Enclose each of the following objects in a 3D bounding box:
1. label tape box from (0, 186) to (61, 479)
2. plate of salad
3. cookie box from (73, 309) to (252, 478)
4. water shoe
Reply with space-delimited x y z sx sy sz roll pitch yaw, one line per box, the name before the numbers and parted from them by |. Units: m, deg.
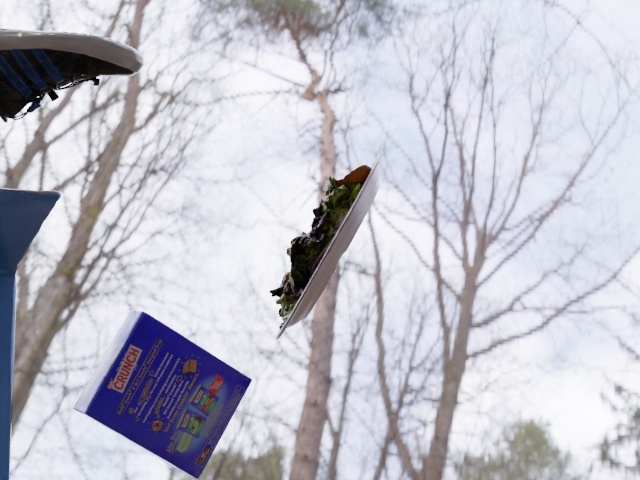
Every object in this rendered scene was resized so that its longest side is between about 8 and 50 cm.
label tape box | -0.274 0.094 0.518 0.241 0.105 0.334 3 -28 -31
plate of salad | 0.000 0.000 1.093 0.048 0.200 0.200 29 -54 -2
cookie box | -0.122 0.119 0.926 0.107 0.091 0.040 36 -18 -22
water shoe | -0.256 -0.141 1.023 0.203 0.073 0.080 3 -86 -8
